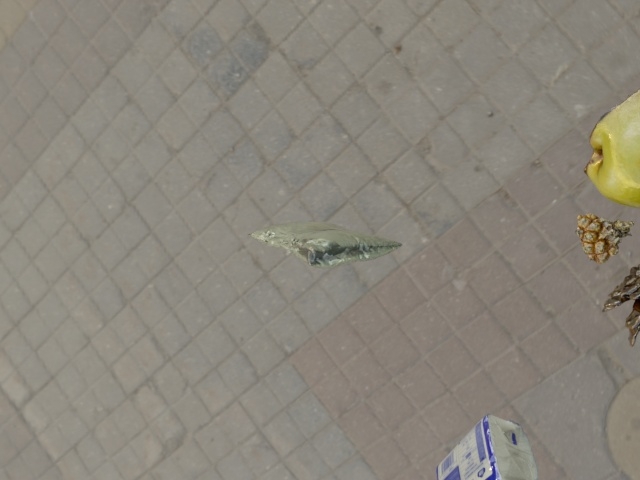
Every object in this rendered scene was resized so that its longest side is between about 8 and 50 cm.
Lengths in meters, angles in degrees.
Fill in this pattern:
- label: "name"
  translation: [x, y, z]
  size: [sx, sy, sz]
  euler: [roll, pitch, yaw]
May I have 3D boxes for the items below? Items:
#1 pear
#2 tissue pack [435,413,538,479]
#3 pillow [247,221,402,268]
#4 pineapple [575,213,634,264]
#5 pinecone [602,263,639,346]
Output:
- label: "pear"
  translation: [0.697, -0.162, 1.312]
  size: [0.386, 0.340, 0.191]
  euler: [-23, 51, -1]
- label: "tissue pack"
  translation: [0.413, 0.596, 1.834]
  size: [0.137, 0.209, 0.269]
  euler: [15, 128, -16]
- label: "pillow"
  translation: [0.000, 0.000, 1.075]
  size: [0.230, 0.148, 0.050]
  euler: [18, 105, 62]
- label: "pineapple"
  translation: [0.607, -0.013, 1.543]
  size: [0.114, 0.077, 0.114]
  euler: [-19, 81, 34]
- label: "pinecone"
  translation: [0.670, 0.132, 1.399]
  size: [0.201, 0.229, 0.202]
  euler: [41, 87, 0]
